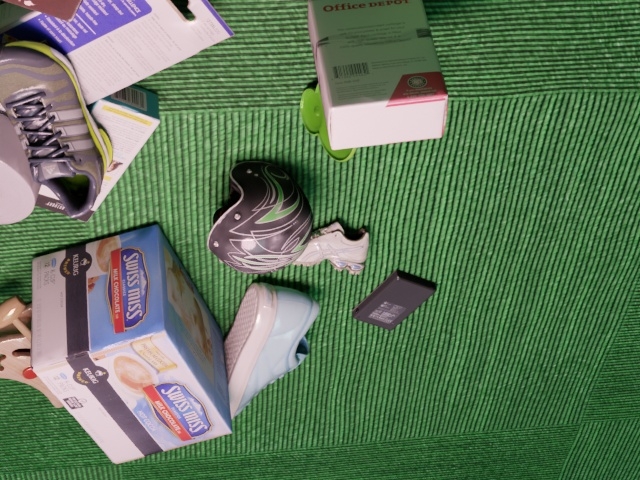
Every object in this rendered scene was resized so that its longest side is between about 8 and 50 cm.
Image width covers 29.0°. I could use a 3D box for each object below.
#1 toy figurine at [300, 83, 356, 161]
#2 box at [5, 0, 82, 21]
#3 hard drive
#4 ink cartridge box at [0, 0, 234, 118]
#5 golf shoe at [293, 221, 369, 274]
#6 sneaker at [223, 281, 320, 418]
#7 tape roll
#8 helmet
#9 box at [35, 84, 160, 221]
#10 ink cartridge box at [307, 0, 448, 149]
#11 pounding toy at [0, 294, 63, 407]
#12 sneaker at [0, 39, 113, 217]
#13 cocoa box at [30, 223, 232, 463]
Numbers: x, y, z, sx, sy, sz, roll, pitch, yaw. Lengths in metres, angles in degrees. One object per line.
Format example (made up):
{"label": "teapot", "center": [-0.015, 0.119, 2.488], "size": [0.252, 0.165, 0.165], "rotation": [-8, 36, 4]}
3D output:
{"label": "toy figurine", "center": [0.079, -0.193, 1.826], "size": [0.159, 0.173, 0.130], "rotation": [-11, 105, -27]}
{"label": "box", "center": [-0.432, -0.415, 1.427], "size": [0.382, 0.143, 0.191], "rotation": [16, 133, -26]}
{"label": "hard drive", "center": [0.135, 0.111, 2.266], "size": [0.094, 0.022, 0.135], "rotation": [20, 132, -31]}
{"label": "ink cartridge box", "center": [-0.317, -0.273, 1.665], "size": [0.371, 0.069, 0.176], "rotation": [-20, 139, 20]}
{"label": "golf shoe", "center": [0.000, 0.000, 2.089], "size": [0.176, 0.069, 0.086], "rotation": [7, 118, -24]}
{"label": "sneaker", "center": [-0.101, 0.224, 2.266], "size": [0.150, 0.135, 0.366], "rotation": [9, 138, -18]}
{"label": "tape roll", "center": [-0.508, -0.110, 1.776], "size": [0.219, 0.072, 0.219], "rotation": [8, 150, 4]}
{"label": "helmet", "center": [-0.095, -0.026, 1.943], "size": [0.170, 0.161, 0.169], "rotation": [-6, 140, -5]}
{"label": "box", "center": [-0.339, -0.134, 1.842], "size": [0.101, 0.060, 0.244], "rotation": [19, 133, -30]}
{"label": "ink cartridge box", "center": [0.074, -0.237, 1.681], "size": [0.159, 0.217, 0.092], "rotation": [-7, 144, -4]}
{"label": "pounding toy", "center": [-0.509, 0.212, 2.132], "size": [0.154, 0.154, 0.269], "rotation": [-30, 135, 5]}
{"label": "sneaker", "center": [-0.362, -0.149, 1.669], "size": [0.111, 0.121, 0.300], "rotation": [-16, 141, 11]}
{"label": "cocoa box", "center": [-0.311, 0.181, 2.091], "size": [0.228, 0.231, 0.347], "rotation": [-15, 141, 7]}
